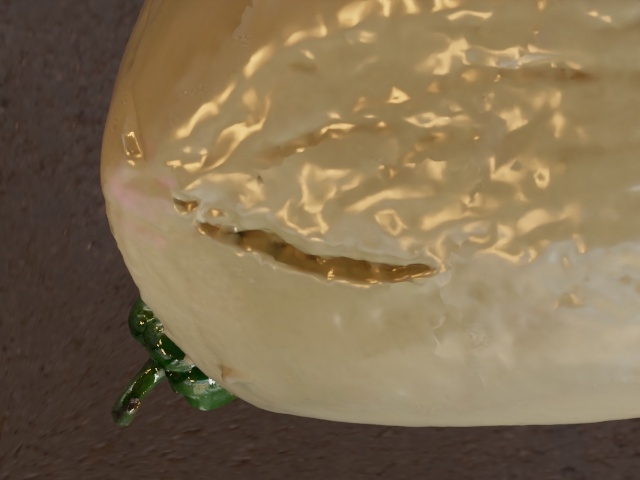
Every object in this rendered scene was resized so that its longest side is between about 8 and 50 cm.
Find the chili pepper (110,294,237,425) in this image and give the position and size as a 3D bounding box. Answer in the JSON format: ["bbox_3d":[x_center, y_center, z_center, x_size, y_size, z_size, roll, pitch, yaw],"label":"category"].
[{"bbox_3d":[0.004,0.005,0.752,0.257,0.100,0.074,-36,130,13],"label":"chili pepper"}]

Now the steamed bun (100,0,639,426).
[{"bbox_3d":[0.059,-0.054,0.377,0.239,0.170,0.152,-10,126,22],"label":"steamed bun"}]
